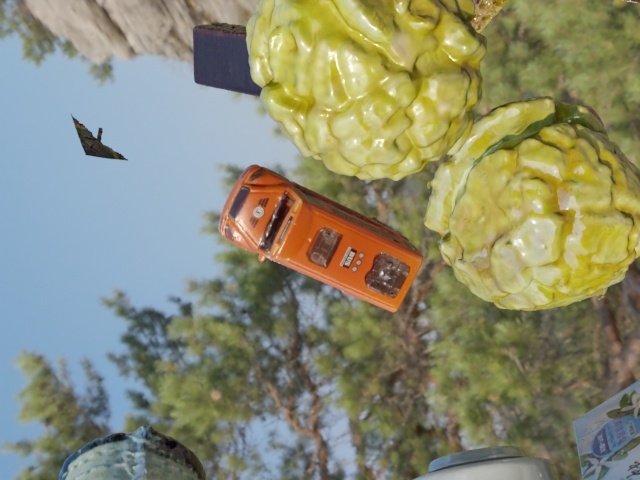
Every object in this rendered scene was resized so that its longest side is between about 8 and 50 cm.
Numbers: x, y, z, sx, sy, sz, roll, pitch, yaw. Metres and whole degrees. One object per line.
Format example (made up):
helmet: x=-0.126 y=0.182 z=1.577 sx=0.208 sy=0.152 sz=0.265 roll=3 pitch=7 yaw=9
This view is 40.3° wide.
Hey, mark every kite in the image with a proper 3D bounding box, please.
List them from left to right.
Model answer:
kite: x=-0.377 y=-0.163 z=1.468 sx=0.122 sy=0.004 sz=0.090 roll=37 pitch=-148 yaw=-21

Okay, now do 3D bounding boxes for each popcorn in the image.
popcorn: x=0.053 y=-0.184 z=0.824 sx=0.259 sy=0.259 sz=0.212 roll=66 pitch=155 yaw=23
popcorn: x=0.274 y=-0.036 z=1.128 sx=0.247 sy=0.282 sz=0.282 roll=-1 pitch=-119 yaw=-52

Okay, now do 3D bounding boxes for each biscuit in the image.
biscuit: x=-0.059 y=-0.290 z=1.458 sx=0.073 sy=0.388 sz=0.107 roll=-24 pitch=-57 yaw=-48

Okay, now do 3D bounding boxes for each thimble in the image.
thimble: x=-0.280 y=0.398 z=1.305 sx=0.237 sy=0.237 sz=0.150 roll=55 pitch=-165 yaw=-39

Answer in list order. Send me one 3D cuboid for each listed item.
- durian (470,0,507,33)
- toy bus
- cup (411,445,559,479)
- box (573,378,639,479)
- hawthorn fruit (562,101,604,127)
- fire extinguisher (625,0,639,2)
durian: x=0.309 y=-0.479 z=1.580 sx=0.153 sy=0.261 sz=0.186 roll=15 pitch=-160 yaw=-25
toy bus: x=0.000 y=0.000 z=1.466 sx=0.329 sy=0.143 sz=0.153 roll=25 pitch=-174 yaw=-21
cup: x=0.292 y=0.468 z=1.570 sx=0.347 sy=0.347 sz=0.163 roll=45 pitch=-148 yaw=-62
box: x=0.432 y=0.293 z=1.179 sx=0.083 sy=0.142 sz=0.232 roll=48 pitch=-159 yaw=-7
hawthorn fruit: x=0.411 y=-0.157 z=1.457 sx=0.133 sy=0.132 sz=0.138 roll=38 pitch=-128 yaw=-70
fire extinguisher: x=0.433 y=-0.493 z=1.159 sx=0.147 sy=0.106 sz=0.337 roll=31 pitch=-116 yaw=-33
